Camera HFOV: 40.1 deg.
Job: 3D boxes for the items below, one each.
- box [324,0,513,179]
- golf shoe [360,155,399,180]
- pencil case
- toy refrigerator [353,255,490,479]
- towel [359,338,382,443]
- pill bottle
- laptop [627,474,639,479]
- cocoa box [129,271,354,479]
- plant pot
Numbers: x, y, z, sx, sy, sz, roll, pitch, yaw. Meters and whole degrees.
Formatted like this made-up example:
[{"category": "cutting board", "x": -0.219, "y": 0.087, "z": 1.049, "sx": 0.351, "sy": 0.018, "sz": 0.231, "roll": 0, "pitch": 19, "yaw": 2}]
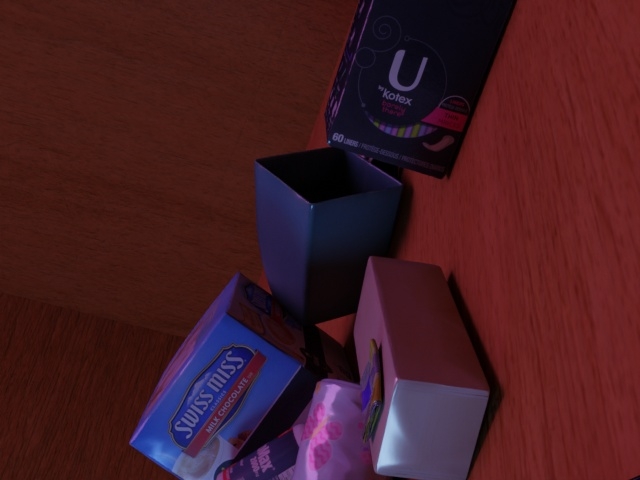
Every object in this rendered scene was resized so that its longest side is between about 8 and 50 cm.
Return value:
[{"category": "box", "x": 0.120, "y": -0.241, "z": 1.111, "sx": 0.143, "sy": 0.165, "sz": 0.271, "roll": -93, "pitch": 19, "yaw": -67}, {"category": "golf shoe", "x": 0.078, "y": -0.074, "z": 1.414, "sx": 0.094, "sy": 0.077, "sz": 0.198, "roll": -116, "pitch": 41, "yaw": -78}, {"category": "pencil case", "x": 0.022, "y": 0.290, "z": 0.972, "sx": 0.124, "sy": 0.113, "sz": 0.273, "roll": -2, "pitch": 69, "yaw": 44}, {"category": "toy refrigerator", "x": 0.096, "y": 0.118, "z": 0.887, "sx": 0.269, "sy": 0.094, "sz": 0.102, "roll": -94, "pitch": 14, "yaw": -69}, {"category": "towel", "x": 0.046, "y": 0.140, "z": 0.818, "sx": 0.083, "sy": 0.009, "sz": 0.060, "roll": -89, "pitch": 8, "yaw": -50}, {"category": "pill bottle", "x": -0.029, "y": 0.292, "z": 1.095, "sx": 0.180, "sy": 0.108, "sz": 0.108, "roll": -32, "pitch": 11, "yaw": 0}, {"category": "laptop", "x": 0.067, "y": 0.263, "z": 0.345, "sx": 0.236, "sy": 0.407, "sz": 0.382, "roll": 64, "pitch": 155, "yaw": 21}, {"category": "cocoa box", "x": -0.107, "y": 0.221, "z": 1.312, "sx": 0.231, "sy": 0.228, "sz": 0.347, "roll": -53, "pitch": 6, "yaw": 4}, {"category": "plant pot", "x": 0.000, "y": 0.000, "z": 1.353, "sx": 0.165, "sy": 0.165, "sz": 0.234, "roll": 40, "pitch": 133, "yaw": 45}]
